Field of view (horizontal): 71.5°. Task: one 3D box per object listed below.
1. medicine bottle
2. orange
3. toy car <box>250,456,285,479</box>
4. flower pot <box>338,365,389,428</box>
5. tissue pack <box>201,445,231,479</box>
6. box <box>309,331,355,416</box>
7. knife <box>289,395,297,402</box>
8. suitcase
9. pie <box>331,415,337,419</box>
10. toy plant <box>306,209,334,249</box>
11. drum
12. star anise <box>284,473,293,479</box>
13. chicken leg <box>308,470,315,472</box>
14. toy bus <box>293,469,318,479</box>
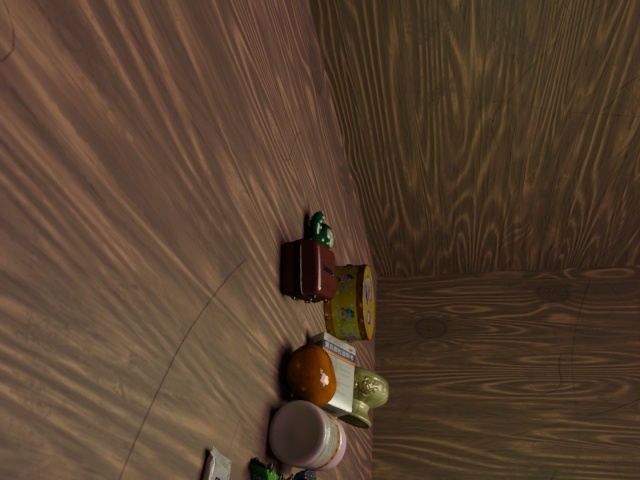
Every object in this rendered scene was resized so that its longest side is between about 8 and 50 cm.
[{"bbox_3d":[-0.036,0.688,1.551,0.316,0.202,0.202,60,30,-57],"label":"medicine bottle"},{"bbox_3d":[-0.038,0.502,1.649,0.240,0.171,0.240,-16,90,-84],"label":"orange"},{"bbox_3d":[-0.163,0.712,1.330,0.165,0.071,0.063,74,33,-41],"label":"toy car"},{"bbox_3d":[0.194,0.815,2.307,0.307,0.307,0.244,68,37,-51],"label":"flower pot"},{"bbox_3d":[-0.259,0.607,1.054,0.123,0.026,0.193,70,21,-46],"label":"tissue pack"},{"bbox_3d":[0.040,0.575,1.914,0.200,0.106,0.300,34,43,-28],"label":"box"},{"bbox_3d":[-0.072,0.701,1.743,0.073,0.040,0.266,-56,143,-41],"label":"knife"},{"bbox_3d":[-0.041,0.125,1.776,0.297,0.161,0.237,38,49,-70],"label":"suitcase"},{"bbox_3d":[0.039,0.694,2.100,0.339,0.083,0.340,-4,90,-78],"label":"pie"},{"bbox_3d":[0.000,-0.005,2.069,0.233,0.112,0.243,68,28,-47],"label":"toy plant"},{"bbox_3d":[0.165,0.342,2.433,0.431,0.214,0.432,-3,90,-76],"label":"drum"},{"bbox_3d":[-0.110,0.760,1.322,0.124,0.056,0.129,53,50,-30],"label":"star anise"},{"bbox_3d":[-0.019,0.903,1.889,0.205,0.053,0.093,-63,170,-51],"label":"chicken leg"},{"bbox_3d":[-0.086,0.912,1.451,0.125,0.133,0.292,55,36,-54],"label":"toy bus"}]
